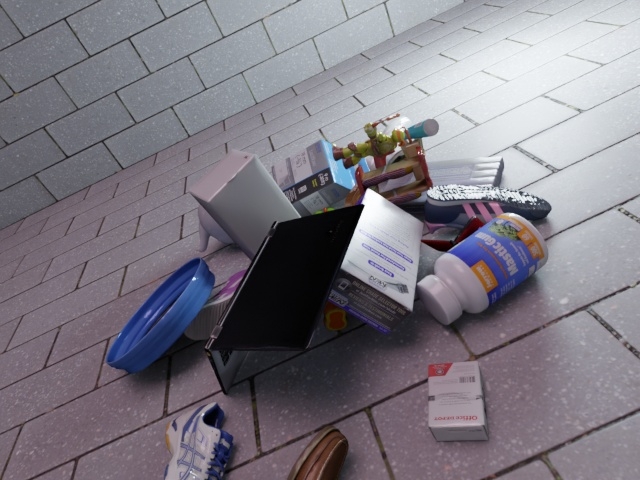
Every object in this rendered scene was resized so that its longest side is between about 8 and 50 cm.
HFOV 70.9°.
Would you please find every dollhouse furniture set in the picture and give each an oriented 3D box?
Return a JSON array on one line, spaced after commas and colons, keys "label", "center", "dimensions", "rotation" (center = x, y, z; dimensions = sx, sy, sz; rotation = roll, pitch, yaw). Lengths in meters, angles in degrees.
[{"label": "dollhouse furniture set", "center": [0.241, -0.211, 1.412], "dimensions": [0.202, 0.152, 0.374], "rotation": [-16, 18, 17]}]

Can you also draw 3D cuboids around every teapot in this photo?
[{"label": "teapot", "center": [-0.307, -0.070, 1.635], "dimensions": [0.253, 0.186, 0.256], "rotation": [-20, 4, -42]}]

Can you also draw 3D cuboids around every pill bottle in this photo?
[{"label": "pill bottle", "center": [0.357, 0.069, 1.015], "dimensions": [0.272, 0.152, 0.152], "rotation": [-34, 34, -10]}]

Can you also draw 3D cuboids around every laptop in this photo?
[{"label": "laptop", "center": [-0.074, 0.151, 1.065], "dimensions": [0.237, 0.407, 0.381], "rotation": [16, 52, 12]}]

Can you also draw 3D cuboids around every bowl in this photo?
[{"label": "bowl", "center": [-0.464, 0.219, 1.332], "dimensions": [0.391, 0.077, 0.391], "rotation": [-39, 20, 17]}]

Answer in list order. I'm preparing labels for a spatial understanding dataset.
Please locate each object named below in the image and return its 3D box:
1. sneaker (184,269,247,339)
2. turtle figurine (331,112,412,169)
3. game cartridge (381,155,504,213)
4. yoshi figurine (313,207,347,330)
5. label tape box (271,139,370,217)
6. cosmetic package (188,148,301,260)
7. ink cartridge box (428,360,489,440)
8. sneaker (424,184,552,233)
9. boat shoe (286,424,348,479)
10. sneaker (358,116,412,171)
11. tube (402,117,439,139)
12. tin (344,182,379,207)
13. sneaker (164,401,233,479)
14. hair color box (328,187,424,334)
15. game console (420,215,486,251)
[{"label": "sneaker", "center": [-0.287, 0.186, 1.362], "dimensions": [0.282, 0.102, 0.161], "rotation": [-31, 23, -11]}, {"label": "turtle figurine", "center": [0.156, -0.268, 1.285], "dimensions": [0.218, 0.087, 0.270], "rotation": [-17, -5, 26]}, {"label": "game cartridge", "center": [0.372, -0.169, 1.410], "dimensions": [0.355, 0.068, 0.230], "rotation": [1, 39, 35]}, {"label": "yoshi figurine", "center": [0.058, 0.073, 1.245], "dimensions": [0.203, 0.204, 0.362], "rotation": [-54, 35, 36]}, {"label": "label tape box", "center": [-0.002, -0.238, 1.628], "dimensions": [0.334, 0.106, 0.240], "rotation": [-26, 50, 14]}, {"label": "cosmetic package", "center": [-0.196, -0.074, 1.371], "dimensions": [0.197, 0.365, 0.155], "rotation": [-46, 38, -15]}, {"label": "ink cartridge box", "center": [0.259, 0.304, 0.853], "dimensions": [0.099, 0.056, 0.135], "rotation": [-11, 36, 23]}, {"label": "sneaker", "center": [0.437, -0.070, 1.203], "dimensions": [0.319, 0.131, 0.112], "rotation": [6, 33, 7]}, {"label": "boat shoe", "center": [-0.019, 0.481, 0.773], "dimensions": [0.105, 0.110, 0.307], "rotation": [13, 60, 39]}, {"label": "sneaker", "center": [0.290, -0.340, 1.661], "dimensions": [0.169, 0.108, 0.292], "rotation": [22, 67, 47]}, {"label": "tube", "center": [0.293, -0.340, 1.406], "dimensions": [0.080, 0.052, 0.207], "rotation": [-16, 10, -15]}, {"label": "tin", "center": [0.137, -0.133, 1.478], "dimensions": [0.040, 0.106, 0.189], "rotation": [-6, 38, 41]}, {"label": "sneaker", "center": [-0.244, 0.458, 0.939], "dimensions": [0.131, 0.111, 0.296], "rotation": [-30, 35, -5]}, {"label": "hair color box", "center": [0.134, 0.036, 1.080], "dimensions": [0.110, 0.185, 0.338], "rotation": [-54, 7, 37]}, {"label": "game console", "center": [0.340, -0.013, 1.127], "dimensions": [0.085, 0.144, 0.124], "rotation": [41, 102, 33]}]
